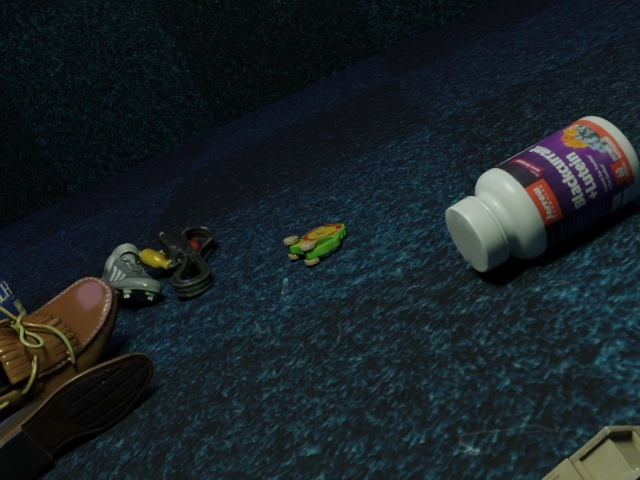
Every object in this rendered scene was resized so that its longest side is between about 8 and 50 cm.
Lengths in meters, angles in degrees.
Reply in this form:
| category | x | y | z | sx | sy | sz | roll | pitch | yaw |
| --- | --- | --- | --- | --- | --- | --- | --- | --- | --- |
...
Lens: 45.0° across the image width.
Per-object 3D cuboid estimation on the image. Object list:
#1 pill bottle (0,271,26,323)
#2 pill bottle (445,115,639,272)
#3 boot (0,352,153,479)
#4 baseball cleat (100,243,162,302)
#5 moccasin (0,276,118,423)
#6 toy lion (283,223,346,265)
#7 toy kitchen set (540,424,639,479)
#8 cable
| category | x | y | z | sx | sy | sz | roll | pitch | yaw |
| --- | --- | --- | --- | --- | --- | --- | --- | --- | --- |
| pill bottle | -0.581 | 0.125 | 1.346 | 0.112 | 0.186 | 0.112 | -23 | 18 | 8 |
| pill bottle | 0.237 | -0.046 | 0.838 | 0.193 | 0.108 | 0.108 | -29 | 18 | -10 |
| boot | -0.312 | 0.200 | 0.941 | 0.219 | 0.082 | 0.106 | -36 | 23 | -22 |
| baseball cleat | -0.333 | 0.055 | 1.342 | 0.206 | 0.072 | 0.109 | -5 | 67 | 47 |
| moccasin | -0.425 | 0.167 | 1.030 | 0.139 | 0.147 | 0.380 | 27 | 48 | 31 |
| toy lion | 0.000 | 0.000 | 1.167 | 0.096 | 0.034 | 0.100 | -24 | 16 | -20 |
| toy kitchen set | 0.181 | 0.164 | 0.466 | 0.083 | 0.075 | 0.068 | -53 | 48 | 27 |
| cable | -0.227 | 0.043 | 1.358 | 0.139 | 0.072 | 0.287 | -15 | 25 | -23 |
